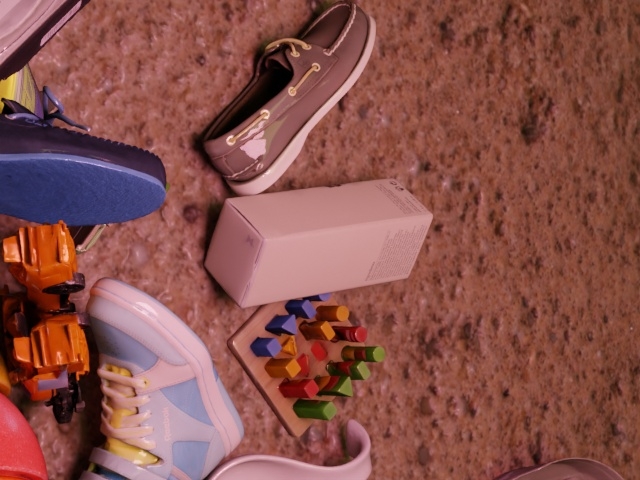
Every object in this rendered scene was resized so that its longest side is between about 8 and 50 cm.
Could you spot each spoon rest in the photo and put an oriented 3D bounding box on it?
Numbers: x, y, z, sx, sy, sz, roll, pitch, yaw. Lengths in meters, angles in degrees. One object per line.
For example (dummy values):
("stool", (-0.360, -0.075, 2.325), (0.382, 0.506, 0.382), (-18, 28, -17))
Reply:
("spoon rest", (-0.039, 0.301, 1.981), (0.276, 0.084, 0.137), (-22, 118, -34))

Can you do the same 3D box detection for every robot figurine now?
("robot figurine", (-0.293, 0.081, 1.698), (0.085, 0.291, 0.211), (-6, 78, -14))

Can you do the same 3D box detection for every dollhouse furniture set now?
("dollhouse furniture set", (-0.242, -0.024, 1.856), (0.058, 0.076, 0.152), (46, 61, -26))

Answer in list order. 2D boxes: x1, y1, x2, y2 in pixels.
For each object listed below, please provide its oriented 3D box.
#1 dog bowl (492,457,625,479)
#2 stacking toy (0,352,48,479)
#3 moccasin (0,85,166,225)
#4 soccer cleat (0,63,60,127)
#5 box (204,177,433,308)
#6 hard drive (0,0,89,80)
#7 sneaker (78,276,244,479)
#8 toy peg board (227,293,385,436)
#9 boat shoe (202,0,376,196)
("dog bowl", (0.319, 0.475, 2.262), (0.348, 0.102, 0.349), (2, 87, -39))
("stacking toy", (-0.412, 0.183, 1.621), (0.350, 0.350, 0.480), (9, 64, -38))
("moccasin", (-0.323, -0.102, 1.661), (0.342, 0.138, 0.117), (10, 52, -22))
("soccer cleat", (-0.376, -0.204, 1.749), (0.121, 0.093, 0.289), (-25, 104, -34))
("box", (0.000, 0.000, 2.011), (0.275, 0.094, 0.113), (-7, 130, -39))
("hard drive", (-0.424, -0.294, 1.630), (0.339, 0.064, 0.237), (37, 61, 4))
("sneaker", (-0.211, 0.203, 1.797), (0.208, 0.127, 0.319), (-53, 138, -25))
("toy peg board", (-0.005, 0.138, 2.035), (0.161, 0.079, 0.161), (-46, 115, -31))
("boat shoe", (-0.037, -0.195, 2.009), (0.091, 0.109, 0.305), (49, 64, -31))
